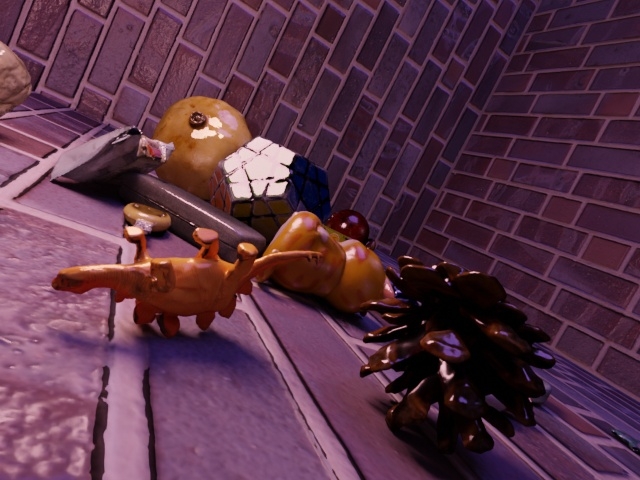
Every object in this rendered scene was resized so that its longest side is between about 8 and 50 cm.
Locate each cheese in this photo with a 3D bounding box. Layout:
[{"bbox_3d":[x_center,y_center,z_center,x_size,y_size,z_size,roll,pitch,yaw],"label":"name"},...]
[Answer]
[{"bbox_3d":[-0.310,-0.032,0.734,0.086,0.036,0.162,23,6,-21],"label":"cheese"}]

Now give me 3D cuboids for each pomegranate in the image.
[{"bbox_3d":[-0.373,-0.292,1.315,0.332,0.333,0.332,26,6,-3],"label":"pomegranate"}]

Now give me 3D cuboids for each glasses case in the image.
[{"bbox_3d":[-0.271,-0.050,0.879,0.323,0.074,0.131,28,5,16],"label":"glasses case"}]

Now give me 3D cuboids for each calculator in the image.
[{"bbox_3d":[0.749,0.485,0.955,0.094,0.019,0.141,17,11,-45],"label":"calculator"}]

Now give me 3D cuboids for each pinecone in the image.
[{"bbox_3d":[0.147,0.134,0.484,0.228,0.201,0.202,31,2,12],"label":"pinecone"}]

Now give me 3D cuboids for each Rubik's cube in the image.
[{"bbox_3d":[-0.128,-0.104,1.048,0.264,0.319,0.319,-2,-12,35],"label":"Rubik's cube"}]

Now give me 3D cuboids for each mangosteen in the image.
[{"bbox_3d":[0.133,-0.011,1.804,0.257,0.215,0.215,45,5,-2],"label":"mangosteen"}]

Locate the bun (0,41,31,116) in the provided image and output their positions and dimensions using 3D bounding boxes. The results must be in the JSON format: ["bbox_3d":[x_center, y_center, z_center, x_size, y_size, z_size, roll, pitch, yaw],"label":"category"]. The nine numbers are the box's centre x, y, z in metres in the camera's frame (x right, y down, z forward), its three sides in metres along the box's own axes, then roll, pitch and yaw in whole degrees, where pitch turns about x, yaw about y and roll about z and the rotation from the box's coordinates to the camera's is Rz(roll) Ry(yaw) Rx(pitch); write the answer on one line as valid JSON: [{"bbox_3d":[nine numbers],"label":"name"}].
[{"bbox_3d":[-0.729,-0.337,0.788,0.281,0.205,0.281,30,-8,5],"label":"bun"}]

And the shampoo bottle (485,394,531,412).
[{"bbox_3d":[0.267,0.250,0.719,0.220,0.051,0.108,25,3,-13],"label":"shampoo bottle"}]

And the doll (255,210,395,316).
[{"bbox_3d":[0.010,0.050,0.846,0.269,0.162,0.166,20,-20,-14],"label":"doll"}]

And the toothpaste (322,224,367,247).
[{"bbox_3d":[0.000,0.000,1.478,0.327,0.110,0.077,25,7,-11],"label":"toothpaste"}]

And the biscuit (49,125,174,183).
[{"bbox_3d":[-0.431,-0.181,0.908,0.079,0.186,0.309,63,-1,-7],"label":"biscuit"}]

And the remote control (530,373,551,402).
[{"bbox_3d":[0.407,0.286,1.012,0.296,0.056,0.140,33,10,38],"label":"remote control"}]

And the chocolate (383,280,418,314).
[{"bbox_3d":[0.101,0.100,1.048,0.343,0.126,0.148,28,-37,-21],"label":"chocolate"}]

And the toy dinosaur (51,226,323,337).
[{"bbox_3d":[-0.126,0.049,0.454,0.288,0.117,0.070,0,36,-42],"label":"toy dinosaur"}]
